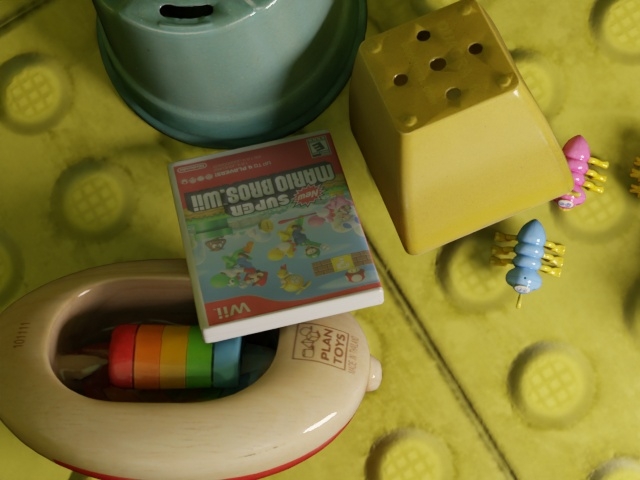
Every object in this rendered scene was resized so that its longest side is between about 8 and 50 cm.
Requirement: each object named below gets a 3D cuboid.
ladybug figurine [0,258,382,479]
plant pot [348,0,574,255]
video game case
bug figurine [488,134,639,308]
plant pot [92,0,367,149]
[{"bbox_3d":[-0.156,0.162,1.691,0.449,0.162,0.305,3,44,6],"label":"ladybug figurine"},{"bbox_3d":[0.145,-0.147,1.706,0.212,0.187,0.212,-23,58,1],"label":"plant pot"},{"bbox_3d":[-0.058,-0.012,1.723,0.204,0.025,0.285,-13,45,-4],"label":"video game case"},{"bbox_3d":[0.344,-0.013,1.760,0.279,0.072,0.216,7,81,6],"label":"bug figurine"},{"bbox_3d":[-0.125,-0.305,1.711,0.341,0.334,0.341,-1,81,5],"label":"plant pot"}]
